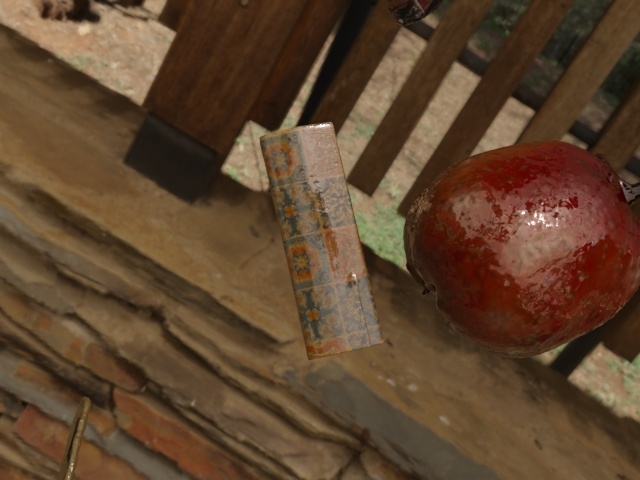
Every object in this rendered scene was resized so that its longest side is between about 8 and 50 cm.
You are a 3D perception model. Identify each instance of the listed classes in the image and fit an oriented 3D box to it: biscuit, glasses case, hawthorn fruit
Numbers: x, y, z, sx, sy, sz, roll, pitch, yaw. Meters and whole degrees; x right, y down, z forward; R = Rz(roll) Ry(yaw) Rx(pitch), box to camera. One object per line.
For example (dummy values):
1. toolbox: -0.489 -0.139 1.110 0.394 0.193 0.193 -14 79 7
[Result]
1. biscuit: -0.319 0.269 0.978 0.018 0.071 0.147 16 47 -18
2. glasses case: 0.000 0.000 0.729 0.049 0.075 0.218 79 -2 -83
3. hawthorn fruit: 0.294 -0.006 0.994 0.285 0.369 0.284 -23 90 -80

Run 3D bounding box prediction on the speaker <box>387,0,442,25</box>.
1. speaker: 0.214 -0.369 0.975 0.198 0.330 0.259 27 53 -40
